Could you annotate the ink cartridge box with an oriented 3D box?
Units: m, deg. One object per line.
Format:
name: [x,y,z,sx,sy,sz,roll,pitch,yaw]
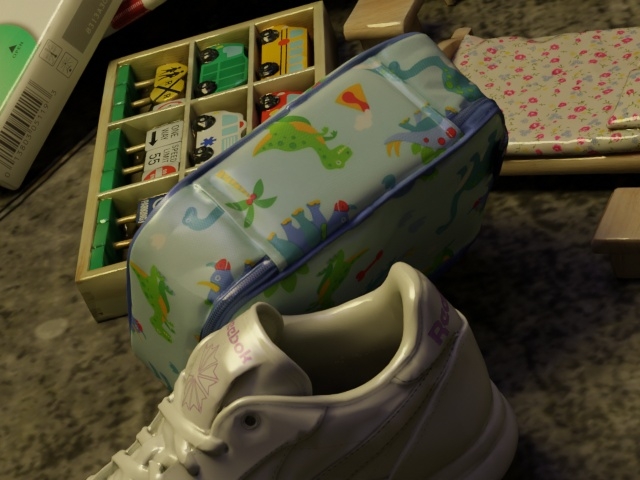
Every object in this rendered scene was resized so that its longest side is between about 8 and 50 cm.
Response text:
ink cartridge box: [-0.262,-0.146,1.407,0.224,0.056,0.181,19,78,42]

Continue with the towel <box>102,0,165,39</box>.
towel: [-0.107,-0.248,1.448,0.329,0.037,0.237,-25,30,30]

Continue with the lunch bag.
lunch bag: [0.000,0.000,1.028,0.219,0.176,0.090,-37,69,-24]

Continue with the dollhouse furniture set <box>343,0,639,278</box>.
dollhouse furniture set: [0.099,-0.152,1.174,0.303,0.174,0.355,-2,39,28]

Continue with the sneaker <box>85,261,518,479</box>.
sneaker: [-0.059,0.108,0.928,0.305,0.152,0.114,-27,37,-5]

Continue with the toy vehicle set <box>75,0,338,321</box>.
toy vehicle set: [-0.069,-0.060,1.261,0.166,0.035,0.267,-15,35,10]
